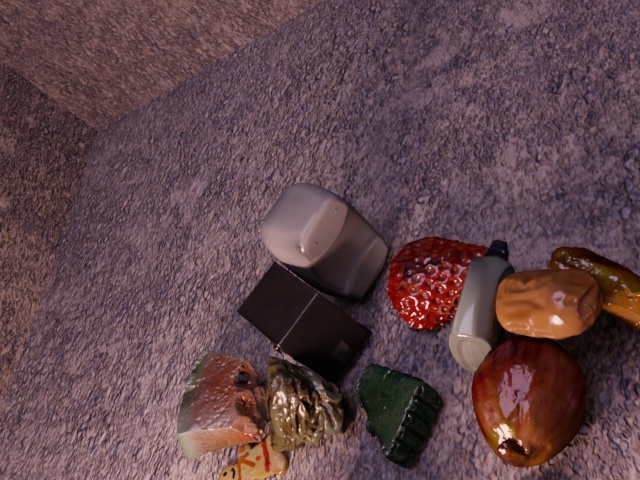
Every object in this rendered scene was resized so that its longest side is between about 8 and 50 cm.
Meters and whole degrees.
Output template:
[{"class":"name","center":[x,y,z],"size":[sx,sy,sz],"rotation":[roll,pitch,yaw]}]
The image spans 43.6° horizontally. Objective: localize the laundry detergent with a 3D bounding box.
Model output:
[{"class":"laundry detergent","center":[0.369,0.133,1.775],"size":[0.105,0.214,0.280],"rotation":[7,59,23]}]

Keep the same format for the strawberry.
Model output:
[{"class":"strawberry","center":[0.277,0.094,1.948],"size":[0.280,0.150,0.253],"rotation":[12,69,51]}]

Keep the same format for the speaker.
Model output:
[{"class":"speaker","center":[-0.042,0.218,2.076],"size":[0.184,0.254,0.232],"rotation":[-53,38,-4]}]

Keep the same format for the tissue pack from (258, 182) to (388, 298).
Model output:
[{"class":"tissue pack","center":[0.000,0.000,2.144],"size":[0.236,0.333,0.229],"rotation":[18,72,47]}]

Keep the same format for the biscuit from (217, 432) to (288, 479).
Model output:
[{"class":"biscuit","center":[-0.180,0.593,2.091],"size":[0.234,0.030,0.153],"rotation":[-33,40,21]}]

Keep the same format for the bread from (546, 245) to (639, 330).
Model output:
[{"class":"bread","center":[0.621,0.111,1.563],"size":[0.380,0.185,0.109],"rotation":[27,87,51]}]

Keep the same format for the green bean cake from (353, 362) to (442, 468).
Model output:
[{"class":"green bean cake","center":[0.160,0.400,1.848],"size":[0.208,0.107,0.193],"rotation":[12,72,50]}]

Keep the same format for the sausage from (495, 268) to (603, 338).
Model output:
[{"class":"sausage","center":[0.441,0.123,1.572],"size":[0.136,0.120,0.241],"rotation":[-45,18,-20]}]

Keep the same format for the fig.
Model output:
[{"class":"fig","center":[0.407,0.320,1.591],"size":[0.224,0.224,0.262],"rotation":[-8,67,41]}]

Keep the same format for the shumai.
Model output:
[{"class":"shumai","center":[-0.032,0.401,1.985],"size":[0.218,0.255,0.189],"rotation":[1,37,7]}]

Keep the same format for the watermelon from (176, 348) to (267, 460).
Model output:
[{"class":"watermelon","center":[-0.289,0.440,2.205],"size":[0.302,0.151,0.264],"rotation":[-21,40,34]}]
